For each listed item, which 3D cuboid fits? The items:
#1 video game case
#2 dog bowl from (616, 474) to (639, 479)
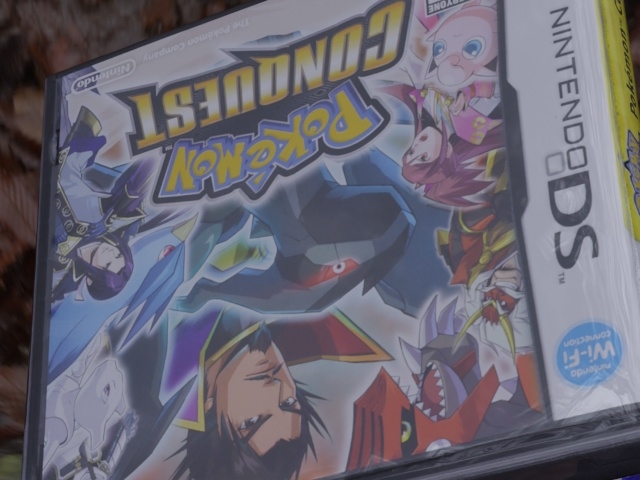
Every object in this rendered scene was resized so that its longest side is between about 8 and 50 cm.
[{"bbox_3d":[0.000,0.000,0.725,0.275,0.035,0.248,-16,57,23],"label":"video game case"},{"bbox_3d":[0.169,0.176,1.615,0.104,0.265,0.265,-9,82,-51],"label":"dog bowl"}]
